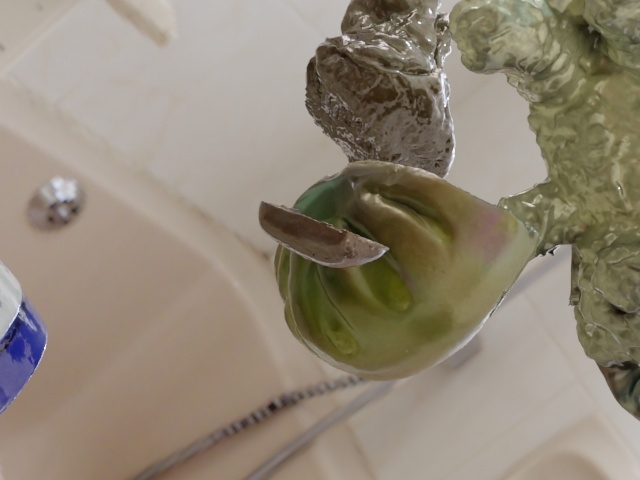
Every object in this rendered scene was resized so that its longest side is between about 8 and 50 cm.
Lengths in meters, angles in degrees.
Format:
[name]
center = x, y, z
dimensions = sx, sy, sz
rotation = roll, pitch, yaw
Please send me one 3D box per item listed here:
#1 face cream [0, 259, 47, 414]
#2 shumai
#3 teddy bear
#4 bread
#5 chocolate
[face cream]
center = -0.298, 0.077, 0.989
dimensions = 0.111, 0.206, 0.206
rotation = 56, 10, -23
[shumai]
center = 0.096, -0.172, 1.616
dimensions = 0.184, 0.185, 0.218
rotation = 22, -30, 54
[teddy bear]
center = 0.295, -0.021, 1.381
dimensions = 0.375, 0.327, 0.362
rotation = 35, 48, -59
[bread]
center = 0.057, 0.032, 1.252
dimensions = 0.158, 0.260, 0.156
rotation = 30, 38, -28
[chocolate]
center = 0.000, 0.000, 1.048
dimensions = 0.100, 0.031, 0.064
rotation = 21, 5, 37
